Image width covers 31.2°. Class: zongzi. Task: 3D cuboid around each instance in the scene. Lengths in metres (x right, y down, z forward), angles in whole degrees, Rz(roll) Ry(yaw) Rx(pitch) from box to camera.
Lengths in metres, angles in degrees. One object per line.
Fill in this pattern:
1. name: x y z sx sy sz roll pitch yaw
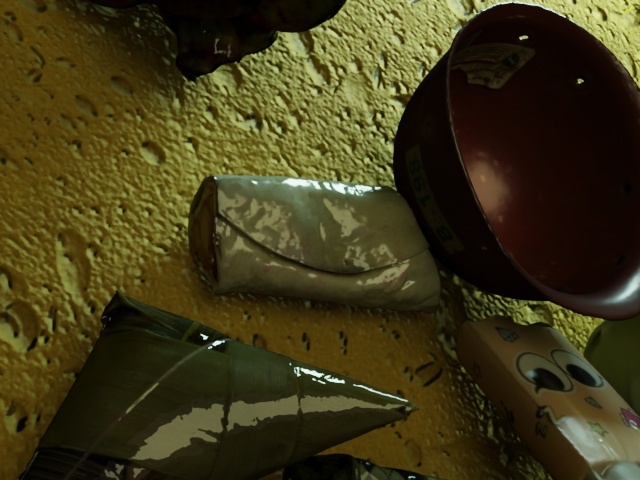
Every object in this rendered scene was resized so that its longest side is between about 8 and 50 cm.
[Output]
1. zongzi: -0.103 0.216 1.043 0.317 0.154 0.289 13 58 19

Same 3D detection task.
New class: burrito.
1. burrito: 0.000 0.004 1.297 0.299 0.105 0.143 6 73 -27

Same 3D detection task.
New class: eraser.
1. eraser: 0.282 0.202 1.265 0.171 0.087 0.290 10 28 -34

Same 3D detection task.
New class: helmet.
1. helmet: 0.223 -0.067 1.374 0.337 0.230 0.385 -25 90 -39

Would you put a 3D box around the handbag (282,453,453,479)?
1. handbag: 0.148 0.407 1.145 0.416 0.180 0.317 18 67 -26

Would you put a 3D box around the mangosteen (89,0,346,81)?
1. mangosteen: -0.100 -0.412 1.316 0.381 0.421 0.381 27 16 -8

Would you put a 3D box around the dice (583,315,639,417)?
1. dice: 0.469 0.194 1.372 0.226 0.233 0.238 9 63 -26
